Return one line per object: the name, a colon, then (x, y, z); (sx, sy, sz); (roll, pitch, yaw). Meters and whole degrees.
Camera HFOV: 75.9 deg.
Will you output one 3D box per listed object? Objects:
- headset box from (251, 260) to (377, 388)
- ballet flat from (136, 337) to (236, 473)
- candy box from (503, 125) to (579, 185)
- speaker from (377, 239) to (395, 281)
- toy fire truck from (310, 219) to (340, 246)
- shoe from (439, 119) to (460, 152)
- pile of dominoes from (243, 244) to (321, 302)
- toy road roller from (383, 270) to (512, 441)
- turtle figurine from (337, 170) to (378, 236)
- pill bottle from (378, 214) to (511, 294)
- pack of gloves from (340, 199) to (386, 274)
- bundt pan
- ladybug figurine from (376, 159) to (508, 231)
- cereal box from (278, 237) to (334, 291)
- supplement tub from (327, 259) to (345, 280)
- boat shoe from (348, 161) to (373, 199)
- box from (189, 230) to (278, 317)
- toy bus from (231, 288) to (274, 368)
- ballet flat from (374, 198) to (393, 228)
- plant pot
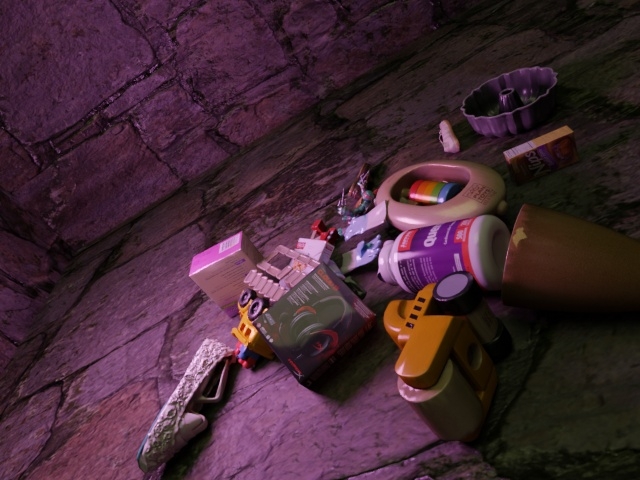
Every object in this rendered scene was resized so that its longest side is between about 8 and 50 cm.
headset box: (-0.002, 0.218, 1.127); (0.293, 0.110, 0.218); (-40, 65, -10)
ballet flat: (-0.369, 0.470, 1.199); (0.147, 0.147, 0.409); (-10, 40, 33)
candy box: (0.665, -0.253, 1.239); (0.187, 0.109, 0.053); (-22, 34, 19)
speaker: (0.214, 0.062, 1.275); (0.055, 0.055, 0.136); (-13, 38, 30)
toy fire truck: (0.000, 0.000, 1.555); (0.135, 0.047, 0.192); (-2, 45, 41)
shoe: (0.499, -0.414, 1.629); (0.058, 0.076, 0.219); (-18, 37, 15)
pile of dominoes: (-0.120, 0.117, 1.321); (0.196, 0.040, 0.251); (-41, 37, -24)
toy road roller: (0.241, 0.239, 0.897); (0.241, 0.202, 0.329); (-15, 30, 48)
turtle figurine: (0.131, -0.122, 1.456); (0.118, 0.234, 0.175); (36, 50, 12)
pill bottle: (0.314, 0.047, 1.065); (0.323, 0.181, 0.181); (-12, 37, 47)
pack of gloves: (0.120, -0.010, 1.320); (0.232, 0.046, 0.195); (-33, 44, 54)
bundt pan: (0.701, -0.497, 1.516); (0.331, 0.124, 0.330); (-23, 35, 17)
ladybug figurine: (0.370, -0.113, 1.267); (0.305, 0.162, 0.449); (-43, 33, -15)
cereal box: (-0.061, 0.110, 1.378); (0.173, 0.047, 0.240); (6, 70, 56)
supplement tub: (0.035, 0.116, 1.349); (0.071, 0.071, 0.107); (-34, 32, -1)
boat shoe: (0.180, -0.243, 1.705); (0.073, 0.073, 0.207); (20, 56, 8)
box: (-0.303, 0.125, 1.476); (0.214, 0.243, 0.117); (-28, 32, 11)
toy bus: (-0.208, 0.285, 1.299); (0.211, 0.149, 0.220); (-57, 34, -6)
ballet flat: (0.221, -0.119, 1.496); (0.072, 0.068, 0.213); (-30, 32, 7)
plant pot: (0.545, 0.053, 0.861); (0.254, 0.237, 0.237); (12, 53, 34)
